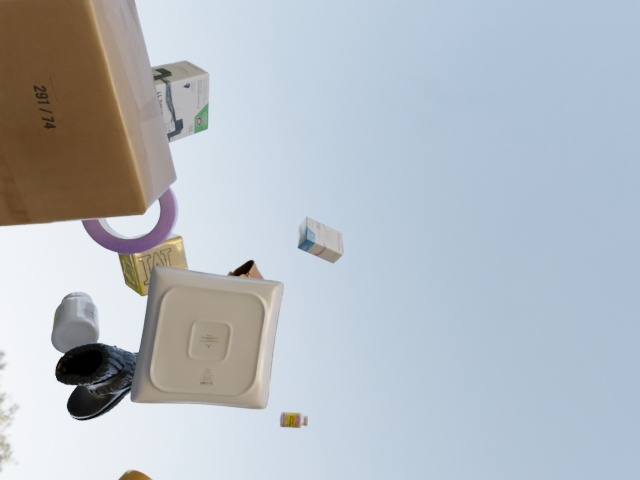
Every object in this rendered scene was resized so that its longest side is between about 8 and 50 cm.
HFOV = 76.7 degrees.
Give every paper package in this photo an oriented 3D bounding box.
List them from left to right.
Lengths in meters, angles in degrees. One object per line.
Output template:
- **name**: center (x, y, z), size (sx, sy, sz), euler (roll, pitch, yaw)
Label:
- **paper package**: center (-0.429, -0.206, 0.652), size (0.308, 0.168, 0.325), euler (-4, -62, 1)

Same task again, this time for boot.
- **boot**: center (-0.678, 0.415, 1.187), size (0.347, 0.260, 0.131), euler (-35, -113, 4)
- **boot**: center (-0.279, 0.221, 1.328), size (0.104, 0.211, 0.295), euler (6, -136, 31)

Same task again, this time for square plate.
- **square plate**: center (-0.282, 0.256, 1.042), size (0.346, 0.049, 0.345), euler (9, -97, -14)

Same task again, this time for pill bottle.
- **pill bottle**: center (-0.800, 0.261, 1.325), size (0.229, 0.131, 0.131), euler (33, -84, 55)
- **pill bottle**: center (-0.080, 0.538, 1.211), size (0.083, 0.043, 0.044), euler (6, -98, -8)

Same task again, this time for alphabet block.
- **alphabet block**: center (-0.655, 0.081, 1.583), size (0.192, 0.197, 0.194), euler (12, -66, 44)

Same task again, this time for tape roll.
- **tape roll**: center (-0.595, -0.097, 1.272), size (0.274, 0.090, 0.275), euler (-1, -87, -13)

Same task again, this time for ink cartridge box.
- **ink cartridge box**: center (-0.363, -0.311, 0.932), size (0.086, 0.208, 0.153), euler (33, -45, 18)
- **ink cartridge box**: center (0.000, 0.000, 1.127), size (0.052, 0.122, 0.089), euler (-47, -150, 37)

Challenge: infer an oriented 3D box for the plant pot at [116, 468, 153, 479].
- **plant pot**: center (-0.676, 0.947, 1.396), size (0.204, 0.188, 0.206), euler (8, -67, 20)
